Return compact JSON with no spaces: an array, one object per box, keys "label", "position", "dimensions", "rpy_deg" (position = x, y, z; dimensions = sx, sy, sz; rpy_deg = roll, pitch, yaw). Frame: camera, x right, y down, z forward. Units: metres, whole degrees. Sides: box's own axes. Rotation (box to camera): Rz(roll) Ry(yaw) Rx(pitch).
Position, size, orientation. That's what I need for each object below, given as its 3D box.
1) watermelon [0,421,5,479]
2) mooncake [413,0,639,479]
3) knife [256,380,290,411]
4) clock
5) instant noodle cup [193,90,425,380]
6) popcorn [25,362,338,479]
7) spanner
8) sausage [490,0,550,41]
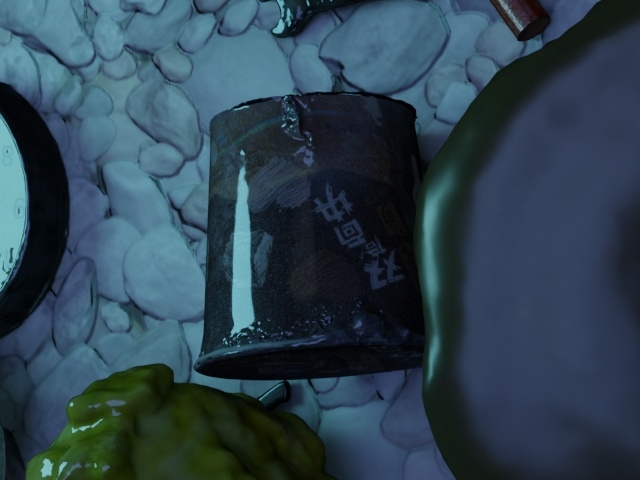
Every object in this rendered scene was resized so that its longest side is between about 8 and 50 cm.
[{"label":"watermelon","position":[-0.400,0.215,1.511],"dimensions":[0.322,0.175,0.188],"rpy_deg":[-57,34,13]},{"label":"mooncake","position":[0.291,0.034,1.109],"dimensions":[0.467,0.262,0.467],"rpy_deg":[0,88,10]},{"label":"knife","position":[-0.088,0.178,1.431],"dimensions":[0.170,0.010,0.023],"rpy_deg":[-39,68,20]},{"label":"clock","position":[-0.372,-0.029,1.540],"dimensions":[0.281,0.055,0.280],"rpy_deg":[-1,87,24]},{"label":"instant noodle cup","position":[0.000,0.000,1.298],"dimensions":[0.217,0.217,0.207],"rpy_deg":[-9,77,23]},{"label":"popcorn","position":[-0.111,0.226,1.322],"dimensions":[0.250,0.242,0.235],"rpy_deg":[26,99,3]},{"label":"spanner","position":[0.054,-0.217,1.359],"dimensions":[0.254,0.015,0.054],"rpy_deg":[-8,87,33]},{"label":"sausage","position":[0.141,-0.224,1.332],"dimensions":[0.034,0.034,0.129],"rpy_deg":[-37,73,18]}]
